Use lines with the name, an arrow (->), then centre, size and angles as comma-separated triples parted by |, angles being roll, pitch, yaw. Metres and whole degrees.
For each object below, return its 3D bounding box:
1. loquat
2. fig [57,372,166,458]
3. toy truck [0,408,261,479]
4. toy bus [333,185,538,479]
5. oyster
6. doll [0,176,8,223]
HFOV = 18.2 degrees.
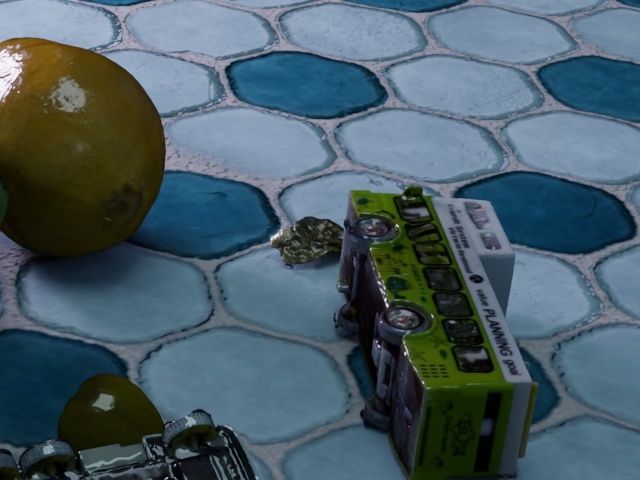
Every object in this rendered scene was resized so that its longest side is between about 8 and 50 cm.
loquat -> -0.231, -0.086, 1.760 | 0.176, 0.187, 0.234 | -16, 34, -32
fig -> -0.150, 0.141, 1.483 | 0.088, 0.074, 0.074 | 27, 30, 0
toy truck -> -0.155, 0.194, 1.339 | 0.226, 0.114, 0.098 | -9, 53, -24
toy bus -> 0.096, 0.071, 1.622 | 0.139, 0.113, 0.302 | 0, 32, -10
oyster -> -0.001, -0.002, 1.814 | 0.093, 0.034, 0.051 | -12, 40, -37
doll -> -0.391, -0.039, 1.640 | 0.322, 0.198, 0.186 | 19, 61, 32
